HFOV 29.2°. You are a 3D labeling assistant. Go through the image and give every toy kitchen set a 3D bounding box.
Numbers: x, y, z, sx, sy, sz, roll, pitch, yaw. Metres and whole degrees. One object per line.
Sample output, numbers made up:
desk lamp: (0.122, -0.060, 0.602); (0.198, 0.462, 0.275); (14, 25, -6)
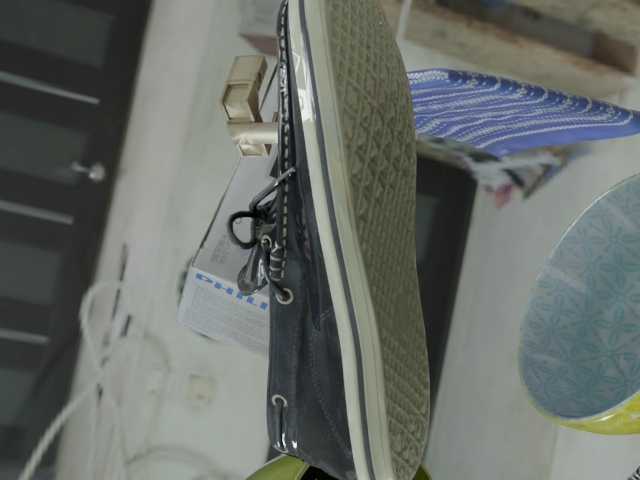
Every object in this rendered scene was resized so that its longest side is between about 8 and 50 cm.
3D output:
toy kitchen set: (-0.057, -0.142, 1.313); (0.068, 0.075, 0.083); (0, 139, 18)

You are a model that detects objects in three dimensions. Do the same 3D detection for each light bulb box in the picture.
light bulb box: (-0.039, -0.031, 1.801); (0.225, 0.358, 0.361); (22, 161, -3)

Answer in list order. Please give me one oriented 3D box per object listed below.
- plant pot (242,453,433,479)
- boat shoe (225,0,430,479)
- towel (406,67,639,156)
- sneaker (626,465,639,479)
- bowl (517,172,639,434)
plant pot: (-0.016, 0.420, 1.831); (0.275, 0.274, 0.293); (15, 166, -31)
boat shoe: (0.000, 0.000, 1.121); (0.156, 0.500, 0.187); (4, -157, 24)
towel: (0.177, -0.140, 1.384); (0.336, 0.040, 0.243); (6, 175, -39)
sneaker: (0.338, 0.239, 1.231); (0.052, 0.058, 0.135); (49, 166, 24)
bowl: (0.357, 0.085, 1.281); (0.156, 0.289, 0.289); (27, 169, -21)
